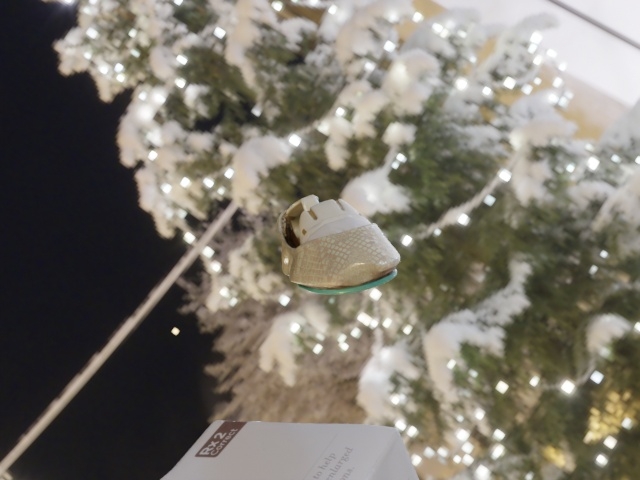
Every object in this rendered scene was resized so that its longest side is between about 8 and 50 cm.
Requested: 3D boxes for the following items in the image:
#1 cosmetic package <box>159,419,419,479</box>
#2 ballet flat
[{"bbox_3d":[-0.016,0.226,0.666,0.151,0.152,0.183,-48,-56,-45],"label":"cosmetic package"},{"bbox_3d":[0.000,0.000,0.648,0.057,0.052,0.168,-18,5,-14],"label":"ballet flat"}]
